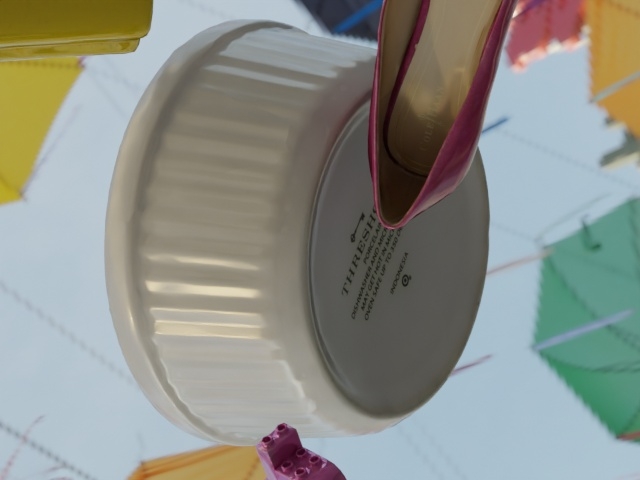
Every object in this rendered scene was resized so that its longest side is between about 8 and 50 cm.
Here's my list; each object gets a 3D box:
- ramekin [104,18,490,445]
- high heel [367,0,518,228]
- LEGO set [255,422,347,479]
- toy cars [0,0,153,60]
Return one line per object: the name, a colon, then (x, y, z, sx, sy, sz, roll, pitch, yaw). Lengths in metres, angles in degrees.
ramekin: (0.000, 0.000, 1.120, 0.273, 0.127, 0.272, -12, -75, -54)
high heel: (0.060, -0.122, 0.961, 0.082, 0.244, 0.117, 18, -133, 8)
LEGO set: (0.021, 0.150, 0.765, 0.087, 0.227, 0.093, -38, -52, -27)
toy cars: (-0.049, -0.249, 0.736, 0.176, 0.087, 0.393, 38, -101, -24)
